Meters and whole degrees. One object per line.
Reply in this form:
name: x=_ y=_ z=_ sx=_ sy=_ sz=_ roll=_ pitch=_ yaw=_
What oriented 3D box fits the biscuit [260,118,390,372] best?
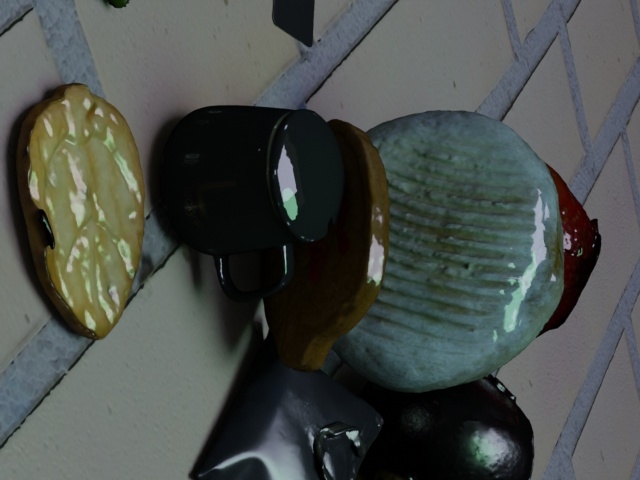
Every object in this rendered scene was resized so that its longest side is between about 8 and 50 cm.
biscuit: x=-0.002 y=0.000 z=1.920 sx=0.049 sy=0.257 sz=0.273 roll=16 pitch=43 yaw=-25

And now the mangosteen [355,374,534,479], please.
mangosteen: x=0.151 y=0.295 z=2.196 sx=0.233 sy=0.287 sz=0.287 roll=11 pitch=74 yaw=-22

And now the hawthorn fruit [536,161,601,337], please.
hawthorn fruit: x=0.241 y=0.007 z=2.326 sx=0.316 sy=0.316 sz=0.316 roll=12 pitch=77 yaw=-63

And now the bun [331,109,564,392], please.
bun: x=0.140 y=0.012 z=2.083 sx=0.211 sy=0.362 sz=0.362 roll=34 pitch=56 yaw=-78

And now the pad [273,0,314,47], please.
pad: x=-0.032 y=-0.340 z=2.142 sx=0.112 sy=0.003 sz=0.157 roll=24 pitch=66 yaw=-61

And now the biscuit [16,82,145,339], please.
biscuit: x=-0.239 y=-0.028 z=1.658 sx=0.203 sy=0.041 sz=0.260 roll=-18 pitch=104 yaw=-66

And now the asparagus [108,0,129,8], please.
asparagus: x=-0.243 y=-0.289 z=1.683 sx=0.036 sy=0.030 sz=0.165 roll=-59 pitch=147 yaw=-6

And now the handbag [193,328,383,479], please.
handbag: x=-0.028 y=0.247 z=1.961 sx=0.211 sy=0.089 sz=0.254 roll=45 pitch=46 yaw=-20

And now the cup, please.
cup: x=-0.070 y=-0.043 z=1.832 sx=0.169 sy=0.176 sz=0.223 roll=-18 pitch=102 yaw=-60
